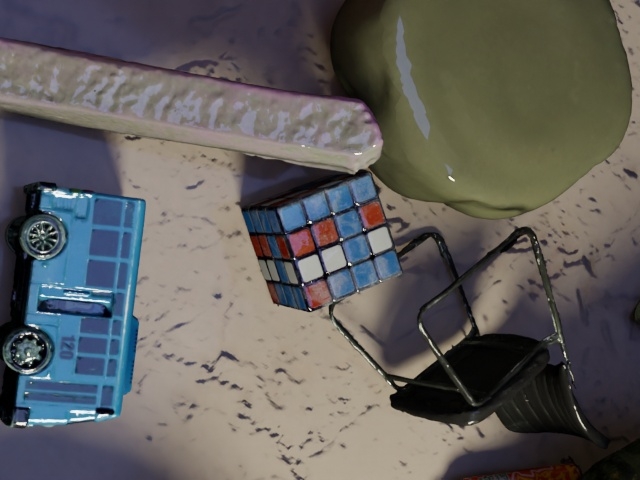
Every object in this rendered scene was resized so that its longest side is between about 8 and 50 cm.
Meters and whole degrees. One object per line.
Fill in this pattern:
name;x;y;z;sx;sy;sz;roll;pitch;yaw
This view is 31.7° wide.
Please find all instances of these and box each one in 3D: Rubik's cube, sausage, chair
Rubik's cube;0.000;0.000;0.950;0.092;0.092;0.092;-21;98;-20
sausage;0.176;0.234;1.053;0.145;0.048;0.050;-3;86;-20
chair;0.136;0.115;0.978;0.145;0.140;0.221;-35;107;-27

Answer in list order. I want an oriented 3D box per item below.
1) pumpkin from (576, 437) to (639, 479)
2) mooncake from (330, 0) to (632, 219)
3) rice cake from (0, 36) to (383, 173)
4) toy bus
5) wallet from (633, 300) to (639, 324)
pumpkin;0.350;0.304;0.996;0.327;0.257;0.292;23;110;-43
mooncake;0.138;-0.150;0.983;0.274;0.135;0.275;0;90;-25
rice cake;-0.127;-0.107;0.872;0.364;0.072;0.056;10;84;-6
toy bus;-0.194;0.052;0.875;0.106;0.090;0.185;7;88;-24
wallet;0.427;0.085;1.143;0.202;0.059;0.141;38;84;-16
